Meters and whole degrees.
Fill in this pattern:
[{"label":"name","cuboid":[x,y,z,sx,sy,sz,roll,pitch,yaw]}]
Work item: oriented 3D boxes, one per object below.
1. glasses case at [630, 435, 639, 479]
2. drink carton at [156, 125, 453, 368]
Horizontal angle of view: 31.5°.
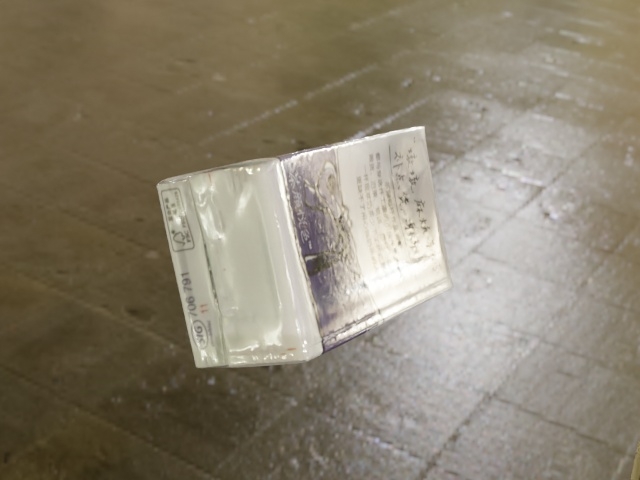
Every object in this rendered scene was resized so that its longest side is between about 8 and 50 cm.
[{"label":"glasses case","cuboid":[0.262,0.156,0.785,0.083,0.050,0.196,22,69,-5]},{"label":"drink carton","cuboid":[0.000,-0.001,0.820,0.102,0.134,0.222,-11,5,35]}]
